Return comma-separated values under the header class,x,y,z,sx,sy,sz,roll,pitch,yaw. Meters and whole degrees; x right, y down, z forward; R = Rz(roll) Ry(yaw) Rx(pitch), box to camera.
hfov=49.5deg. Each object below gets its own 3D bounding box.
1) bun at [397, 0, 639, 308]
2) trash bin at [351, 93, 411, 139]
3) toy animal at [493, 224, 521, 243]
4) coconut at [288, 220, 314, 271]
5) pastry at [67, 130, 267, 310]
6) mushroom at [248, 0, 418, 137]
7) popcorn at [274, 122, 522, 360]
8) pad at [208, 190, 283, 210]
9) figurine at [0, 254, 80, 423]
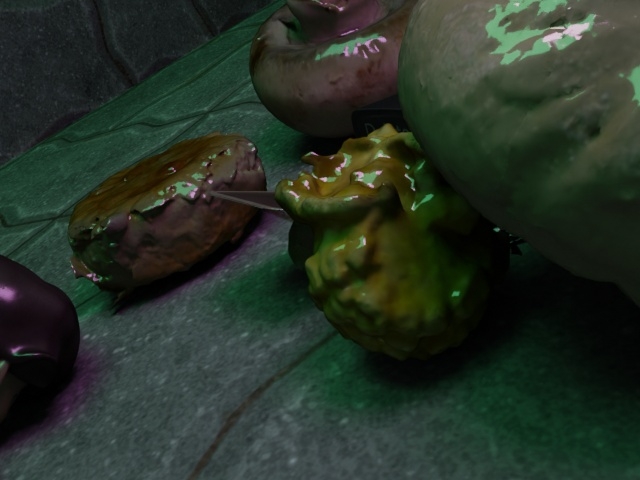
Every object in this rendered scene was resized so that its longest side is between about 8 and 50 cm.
class,x,y,z,sx,sy,sz,roll,pitch,yaw
bun,0.230,-0.113,0.491,0.365,0.219,0.365,18,32,-12
trash bin,0.182,-0.147,0.861,0.226,0.115,0.165,-30,25,-27
toy animal,0.243,-0.042,0.702,0.220,0.062,0.108,-29,7,-6
coconut,0.000,0.000,0.804,0.082,0.083,0.081,-48,-8,-4
pastry,-0.219,-0.051,1.034,0.330,0.136,0.329,-21,24,10
mushroom,0.043,-0.348,1.167,0.362,0.294,0.362,-16,39,13
popcorn,0.071,-0.005,0.613,0.170,0.189,0.218,-15,25,27
pad,0.020,-0.047,0.799,0.266,0.002,0.176,-2,10,-33
figurine,-0.391,0.180,0.758,0.218,0.206,0.364,-33,41,41
